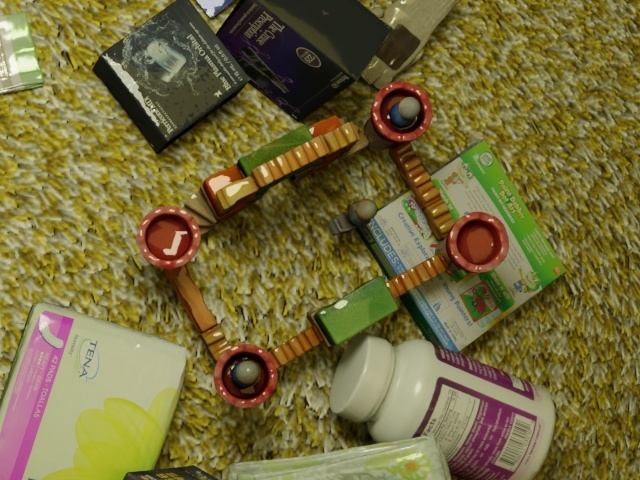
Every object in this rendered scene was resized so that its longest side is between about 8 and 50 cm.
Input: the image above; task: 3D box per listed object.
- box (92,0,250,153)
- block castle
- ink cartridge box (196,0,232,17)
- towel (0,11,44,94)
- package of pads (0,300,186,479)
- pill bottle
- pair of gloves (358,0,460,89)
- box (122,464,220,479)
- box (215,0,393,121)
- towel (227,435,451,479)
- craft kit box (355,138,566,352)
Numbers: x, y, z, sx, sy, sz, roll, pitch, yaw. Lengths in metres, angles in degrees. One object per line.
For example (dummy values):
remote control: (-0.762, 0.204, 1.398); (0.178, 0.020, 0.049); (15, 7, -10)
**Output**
box: (-0.214, -0.237, 1.796); (0.158, 0.093, 0.156); (-40, 96, -18)
block castle: (0.000, 0.000, 1.732); (0.453, 0.213, 0.303); (-29, 88, -11)
ink cartridge box: (-0.149, -0.481, 1.838); (0.223, 0.045, 0.224); (-40, 92, -3)
towel: (-0.471, -0.254, 1.745); (0.152, 0.023, 0.113); (-15, 93, -20)
package of pads: (-0.321, 0.252, 1.687); (0.229, 0.101, 0.296); (19, 78, -15)
pill bottle: (0.173, 0.243, 1.818); (0.301, 0.169, 0.169); (23, 76, -14)
pair of gloves: (0.073, -0.360, 1.896); (0.240, 0.042, 0.204); (34, 96, -24)
box: (-0.126, 0.369, 1.619); (0.231, 0.183, 0.056); (25, 93, 24)
box: (-0.037, -0.284, 1.771); (0.184, 0.261, 0.103); (35, 73, -11)
towel: (0.043, 0.468, 1.712); (0.320, 0.090, 0.374); (-12, 86, 12)
craft kit box: (0.216, 0.012, 1.925); (0.247, 0.061, 0.250); (-33, 94, -17)
